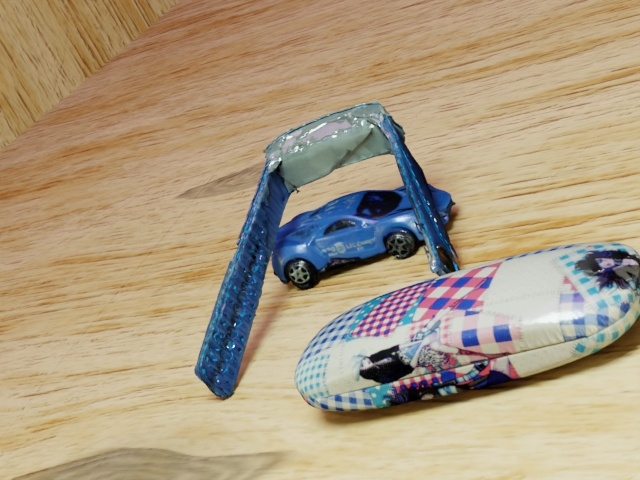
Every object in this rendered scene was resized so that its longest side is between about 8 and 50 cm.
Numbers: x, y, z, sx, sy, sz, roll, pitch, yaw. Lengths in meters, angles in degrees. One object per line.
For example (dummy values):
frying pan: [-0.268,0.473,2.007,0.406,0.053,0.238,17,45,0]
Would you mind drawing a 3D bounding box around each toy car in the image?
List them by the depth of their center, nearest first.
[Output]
toy car: [0.040,-0.015,1.704,0.216,0.063,0.103,-19,23,26]

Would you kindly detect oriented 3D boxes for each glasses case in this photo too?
glasses case: [0.124,0.075,1.367,0.327,0.076,0.125,-16,23,29]

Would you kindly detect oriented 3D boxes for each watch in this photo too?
watch: [-0.012,0.000,1.629,0.276,0.068,0.274,-24,47,10]
